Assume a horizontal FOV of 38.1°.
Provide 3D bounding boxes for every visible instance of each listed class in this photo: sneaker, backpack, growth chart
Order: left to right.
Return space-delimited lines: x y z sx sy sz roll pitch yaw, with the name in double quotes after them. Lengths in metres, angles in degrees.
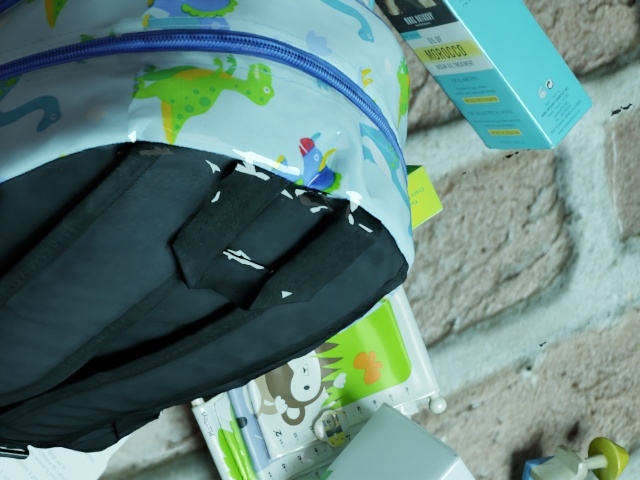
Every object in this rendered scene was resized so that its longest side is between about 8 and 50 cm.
-0.115 -0.020 0.512 0.290 0.356 0.273 30 62 -34 "backpack"
-0.036 0.220 0.786 0.067 0.042 0.118 21 84 -22 "sneaker"
0.000 0.125 0.781 0.237 0.021 0.172 -30 94 -27 "growth chart"

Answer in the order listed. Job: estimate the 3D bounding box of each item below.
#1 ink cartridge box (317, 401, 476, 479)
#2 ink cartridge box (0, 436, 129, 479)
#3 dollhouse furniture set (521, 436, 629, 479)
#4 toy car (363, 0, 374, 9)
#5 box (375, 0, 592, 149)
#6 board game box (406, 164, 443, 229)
0.070 0.260 0.773 0.154 0.093 0.212 -48 135 -13 "ink cartridge box"
-0.254 0.060 0.656 0.296 0.066 0.261 56 50 -19 "ink cartridge box"
0.328 0.364 0.838 0.198 0.286 0.303 -2 107 -25 "dollhouse furniture set"
-0.039 -0.139 0.642 0.219 0.238 0.210 5 93 -25 "toy car"
0.121 -0.185 0.790 0.060 0.100 0.244 -48 112 -13 "box"
0.000 0.000 0.754 0.181 0.092 0.043 -34 109 -19 "board game box"
